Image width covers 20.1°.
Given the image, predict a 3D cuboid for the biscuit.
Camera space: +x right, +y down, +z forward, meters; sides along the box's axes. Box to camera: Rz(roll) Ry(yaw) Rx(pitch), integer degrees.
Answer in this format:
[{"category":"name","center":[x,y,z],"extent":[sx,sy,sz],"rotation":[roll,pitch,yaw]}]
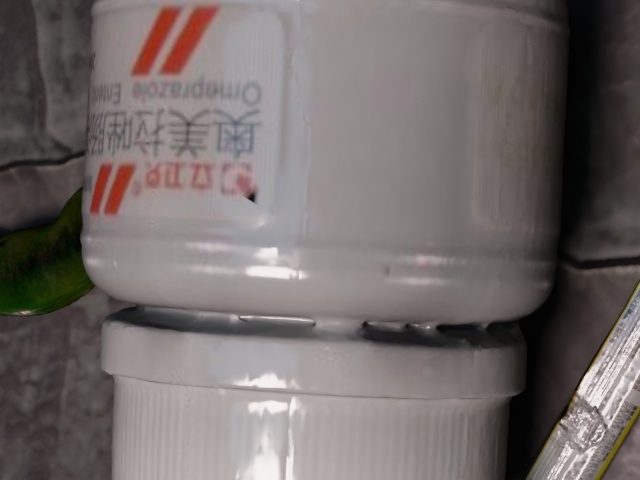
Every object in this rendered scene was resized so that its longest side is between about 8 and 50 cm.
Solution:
[{"category":"biscuit","center":[0.147,0.095,0.961],"extent":[0.048,0.026,0.292],"rotation":[34,103,21]}]

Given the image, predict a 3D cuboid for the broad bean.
[{"category":"broad bean","center":[-0.169,-0.029,1.125],"extent":[0.292,0.049,0.144],"rotation":[-18,78,27]}]

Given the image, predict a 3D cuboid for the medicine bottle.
[{"category":"medicine bottle","center":[0.000,0.000,0.922],"extent":[0.245,0.245,0.306],"rotation":[2,90,28]}]
